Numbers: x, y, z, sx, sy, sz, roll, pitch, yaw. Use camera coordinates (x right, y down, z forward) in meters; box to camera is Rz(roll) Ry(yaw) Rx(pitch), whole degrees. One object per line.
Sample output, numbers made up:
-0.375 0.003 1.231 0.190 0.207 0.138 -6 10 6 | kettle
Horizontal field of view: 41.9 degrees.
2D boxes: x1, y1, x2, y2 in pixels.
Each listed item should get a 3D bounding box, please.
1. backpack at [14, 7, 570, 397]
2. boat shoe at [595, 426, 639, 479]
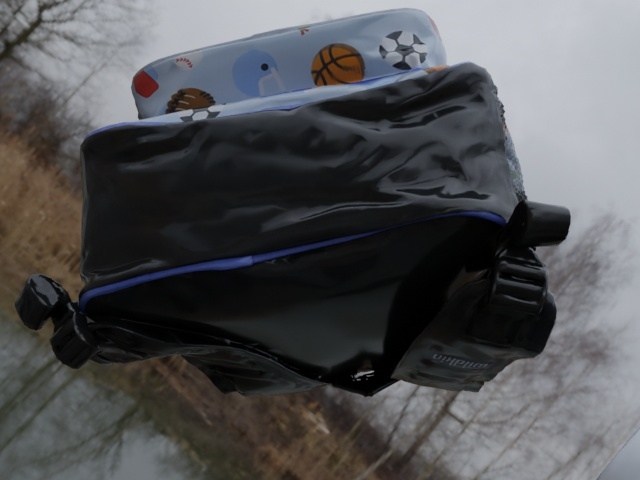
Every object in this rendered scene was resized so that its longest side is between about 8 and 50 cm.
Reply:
0.000 0.000 0.528 0.277 0.213 0.263 -6 -28 10 | backpack
0.216 0.103 0.401 0.076 0.229 0.080 43 -46 37 | boat shoe
